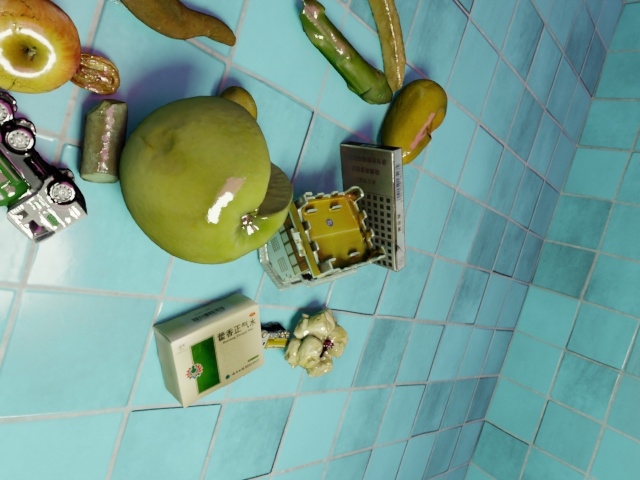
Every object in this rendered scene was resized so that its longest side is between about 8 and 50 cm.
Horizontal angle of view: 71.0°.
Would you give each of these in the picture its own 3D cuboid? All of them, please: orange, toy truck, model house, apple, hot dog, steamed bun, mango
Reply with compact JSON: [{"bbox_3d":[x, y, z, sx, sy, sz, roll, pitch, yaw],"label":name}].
[{"bbox_3d":[-0.167,-0.260,0.898,0.085,0.085,0.095,-16,117,-40],"label":"orange"},{"bbox_3d":[-0.129,0.244,1.132,0.123,0.052,0.063,12,102,-47],"label":"toy truck"},{"bbox_3d":[0.000,0.000,1.057,0.224,0.215,0.199,-14,82,-41],"label":"model house"},{"bbox_3d":[-0.416,-0.279,0.626,0.146,0.146,0.147,-17,115,-39],"label":"apple"},{"bbox_3d":[-0.368,-0.271,0.732,0.083,0.035,0.058,7,103,-45],"label":"hot dog"},{"bbox_3d":[0.002,0.272,1.205,0.192,0.106,0.177,-63,153,-19],"label":"steamed bun"},{"bbox_3d":[0.253,-0.322,1.237,0.130,0.167,0.262,31,85,-31],"label":"mango"},{"bbox_3d":[-0.458,-0.114,0.653,0.125,0.101,0.243,-36,125,-14],"label":"toy truck"},{"bbox_3d":[-0.191,-0.099,0.791,0.291,0.254,0.292,-32,146,-25],"label":"apple"}]

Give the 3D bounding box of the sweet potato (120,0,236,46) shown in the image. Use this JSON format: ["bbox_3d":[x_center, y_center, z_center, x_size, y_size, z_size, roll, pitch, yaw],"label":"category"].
[{"bbox_3d":[-0.273,-0.412,0.746,0.346,0.079,0.109,31,70,-48],"label":"sweet potato"}]

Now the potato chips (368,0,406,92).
[{"bbox_3d":[0.149,-0.567,1.113,0.080,0.057,0.407,-49,132,-25],"label":"potato chips"}]

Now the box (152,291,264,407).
[{"bbox_3d":[-0.240,0.233,0.993,0.211,0.095,0.168,-21,115,-38],"label":"box"}]

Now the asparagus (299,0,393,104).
[{"bbox_3d":[0.053,-0.433,1.052,0.343,0.085,0.082,30,94,-40],"label":"asparagus"}]

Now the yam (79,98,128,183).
[{"bbox_3d":[-0.364,-0.164,0.752,0.069,0.069,0.147,1,105,-44],"label":"yam"}]

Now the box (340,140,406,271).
[{"bbox_3d":[0.139,-0.089,1.183,0.047,0.180,0.325,-25,120,-37],"label":"box"}]
